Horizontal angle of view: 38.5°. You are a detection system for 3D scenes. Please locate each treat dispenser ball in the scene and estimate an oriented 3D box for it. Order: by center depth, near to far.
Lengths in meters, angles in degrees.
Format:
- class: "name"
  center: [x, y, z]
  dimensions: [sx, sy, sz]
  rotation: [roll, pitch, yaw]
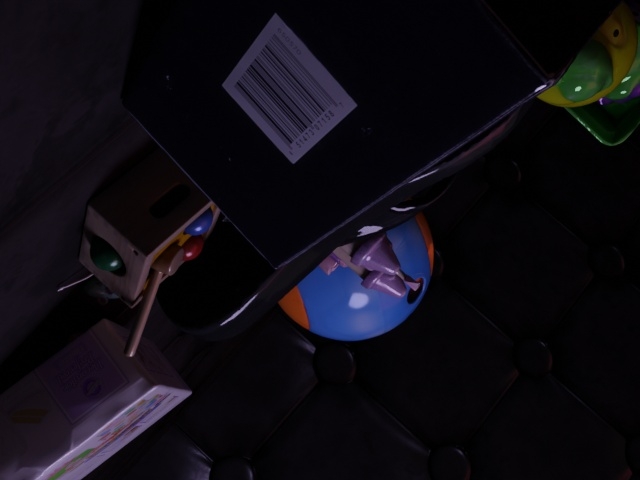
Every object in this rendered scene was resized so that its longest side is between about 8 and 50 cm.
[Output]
- class: "treat dispenser ball"
  center: [0.047, 0.025, 1.547]
  dimensions: [0.288, 0.288, 0.288]
  rotation: [-48, 174, -6]

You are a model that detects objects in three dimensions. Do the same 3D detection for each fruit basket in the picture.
- class: "fruit basket"
  center: [0.375, -0.321, 1.332]
  dimensions: [0.283, 0.392, 0.392]
  rotation: [-49, 174, 6]

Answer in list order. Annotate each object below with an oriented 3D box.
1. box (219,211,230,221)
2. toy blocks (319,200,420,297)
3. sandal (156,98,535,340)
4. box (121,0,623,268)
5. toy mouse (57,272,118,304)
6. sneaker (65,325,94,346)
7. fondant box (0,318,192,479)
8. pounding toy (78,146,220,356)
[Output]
- class: "box"
  center: [-0.068, -0.096, 0.859]
  dimensions: [0.027, 0.094, 0.137]
  rotation: [2, 139, -36]
- class: "toy blocks"
  center: [0.000, 0.000, 1.168]
  dimensions: [0.309, 0.260, 0.288]
  rotation: [-48, 175, -7]
- class: "sandal"
  center: [0.024, -0.062, 0.921]
  dimensions: [0.445, 0.168, 0.107]
  rotation: [-36, 150, 14]
- class: "box"
  center: [0.070, -0.181, 0.612]
  dimensions: [0.312, 0.179, 0.343]
  rotation: [-45, -175, -30]
- class: "toy mouse"
  center: [-0.197, 0.020, 0.961]
  dimensions: [0.161, 0.031, 0.143]
  rotation: [-47, 174, -17]
- class: "sneaker"
  center: [-0.276, 0.126, 1.067]
  dimensions: [0.037, 0.032, 0.083]
  rotation: [-50, 174, 9]
- class: "fondant box"
  center: [-0.285, 0.210, 1.056]
  dimensions: [0.238, 0.096, 0.330]
  rotation: [-37, 174, -8]
- class: "pounding toy"
  center: [-0.155, 0.007, 0.840]
  dimensions: [0.141, 0.100, 0.130]
  rotation: [-45, 173, -33]
